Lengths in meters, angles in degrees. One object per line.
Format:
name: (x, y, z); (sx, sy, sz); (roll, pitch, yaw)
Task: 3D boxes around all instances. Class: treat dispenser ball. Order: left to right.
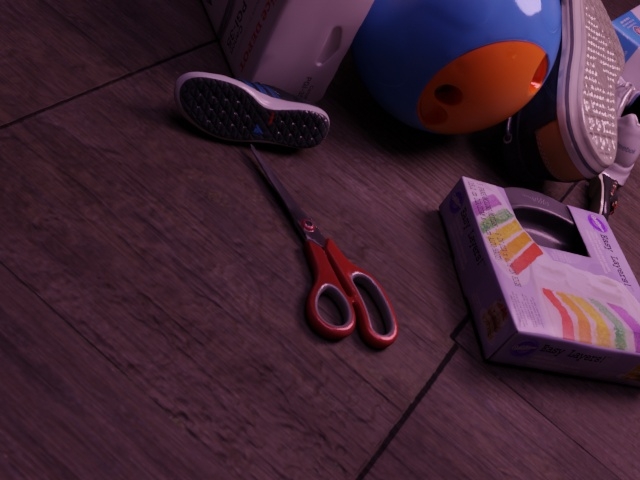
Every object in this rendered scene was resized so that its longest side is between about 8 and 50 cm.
treat dispenser ball: (0.183, -0.289, 1.221); (0.288, 0.288, 0.288); (19, 41, -17)

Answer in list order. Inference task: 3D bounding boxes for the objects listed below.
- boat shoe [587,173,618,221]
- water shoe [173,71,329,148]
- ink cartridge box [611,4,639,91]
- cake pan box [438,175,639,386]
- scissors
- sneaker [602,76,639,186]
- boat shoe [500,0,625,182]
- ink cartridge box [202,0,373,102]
boat shoe: (0.427, -0.060, 1.335); (0.042, 0.049, 0.133); (24, 34, 2)
water shoe: (-0.089, -0.161, 1.096); (0.203, 0.073, 0.080); (15, 20, -27)
ink cartridge box: (0.657, -0.287, 1.663); (0.307, 0.129, 0.223); (43, 40, 12)
cake pan box: (0.290, 0.048, 1.120); (0.245, 0.070, 0.267); (15, 42, -24)
scissors: (0.000, 0.000, 1.015); (0.109, 0.021, 0.297); (2, 47, -29)
sneaker: (0.505, -0.209, 1.482); (0.111, 0.129, 0.297); (25, 38, -6)
boat shoe: (0.378, -0.264, 1.406); (0.187, 0.156, 0.500); (50, 40, -26)
ink cartridge box: (-0.059, -0.352, 1.189); (0.117, 0.207, 0.283); (1, 48, -32)
